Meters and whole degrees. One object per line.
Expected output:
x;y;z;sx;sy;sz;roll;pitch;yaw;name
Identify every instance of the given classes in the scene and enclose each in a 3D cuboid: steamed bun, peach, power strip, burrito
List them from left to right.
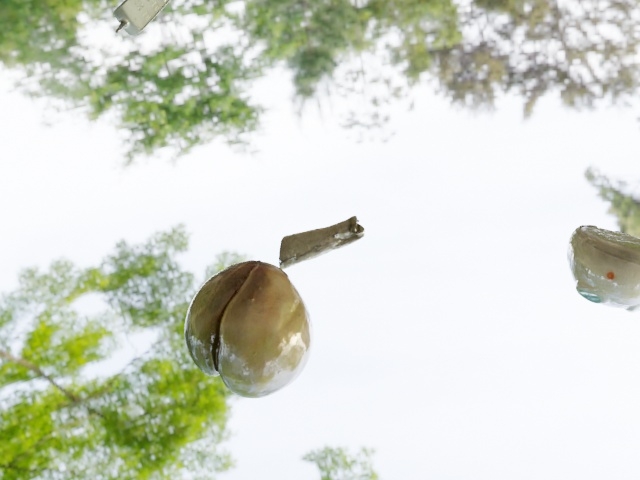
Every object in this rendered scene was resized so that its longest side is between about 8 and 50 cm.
-0.332;-0.474;1.892;0.027;0.060;0.252;-13;-146;37;power strip
-0.150;0.184;2.074;0.292;0.292;0.247;18;-179;41;peach
0.000;0.000;2.359;0.226;0.060;0.087;-18;-119;8;burrito
0.541;0.057;1.788;0.177;0.130;0.228;12;-166;-7;steamed bun
